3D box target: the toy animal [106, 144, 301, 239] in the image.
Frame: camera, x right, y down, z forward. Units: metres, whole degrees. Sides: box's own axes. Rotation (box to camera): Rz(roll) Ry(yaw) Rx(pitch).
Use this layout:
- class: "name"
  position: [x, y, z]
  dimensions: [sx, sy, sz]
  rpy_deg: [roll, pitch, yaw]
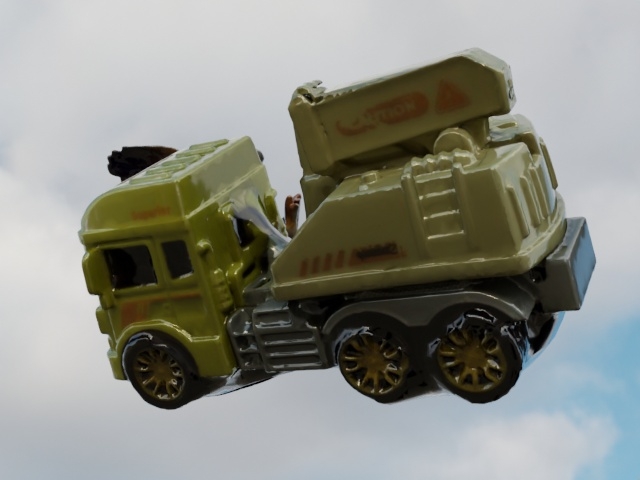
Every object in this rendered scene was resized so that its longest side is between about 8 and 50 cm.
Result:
- class: "toy animal"
  position: [-0.163, 0.017, 1.329]
  dimensions: [0.302, 0.225, 0.284]
  rpy_deg: [-11, -61, -7]

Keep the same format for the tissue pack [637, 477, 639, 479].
- class: "tissue pack"
  position: [0.441, 0.250, 0.755]
  dimensions: [0.228, 0.311, 0.128]
  rpy_deg: [-28, -27, -37]

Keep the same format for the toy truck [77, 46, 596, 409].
- class: "toy truck"
  position: [0.000, 0.000, 0.739]
  dimensions: [0.405, 0.180, 0.254]
  rpy_deg: [-8, -74, 27]
